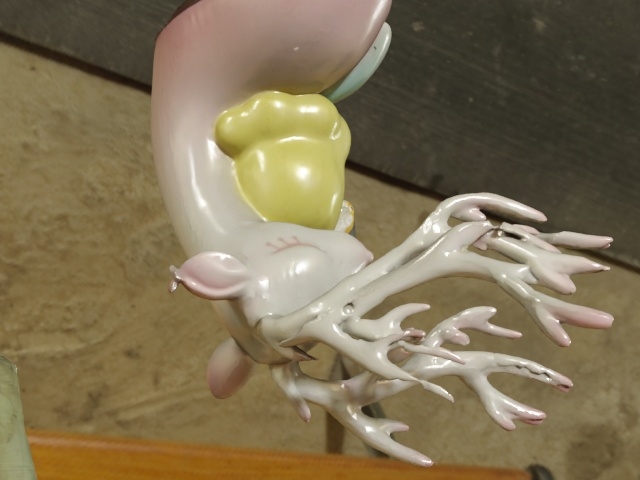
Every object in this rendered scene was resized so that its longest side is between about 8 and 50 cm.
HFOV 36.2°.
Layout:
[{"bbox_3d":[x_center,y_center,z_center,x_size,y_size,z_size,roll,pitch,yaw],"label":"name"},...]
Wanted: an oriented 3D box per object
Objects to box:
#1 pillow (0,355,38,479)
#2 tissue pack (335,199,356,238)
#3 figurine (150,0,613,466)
[{"bbox_3d":[-0.336,0.165,0.641,0.302,0.185,0.075,-1,143,-32],"label":"pillow"},{"bbox_3d":[0.000,0.000,0.831,0.062,0.042,0.083,-47,162,-15],"label":"tissue pack"},{"bbox_3d":[0.024,-0.016,0.634,0.284,0.206,0.315,-4,73,1],"label":"figurine"}]
